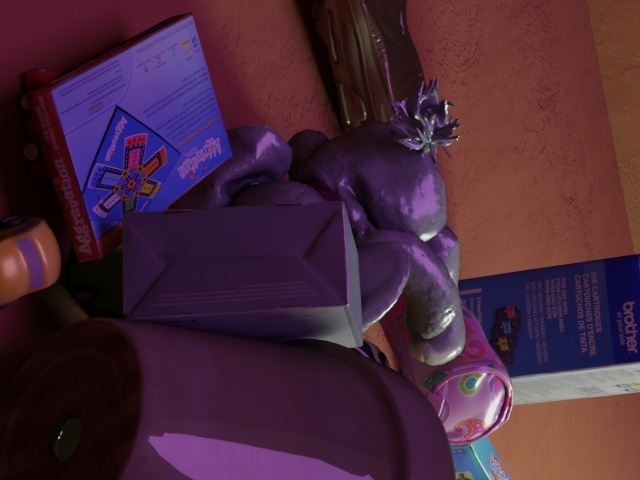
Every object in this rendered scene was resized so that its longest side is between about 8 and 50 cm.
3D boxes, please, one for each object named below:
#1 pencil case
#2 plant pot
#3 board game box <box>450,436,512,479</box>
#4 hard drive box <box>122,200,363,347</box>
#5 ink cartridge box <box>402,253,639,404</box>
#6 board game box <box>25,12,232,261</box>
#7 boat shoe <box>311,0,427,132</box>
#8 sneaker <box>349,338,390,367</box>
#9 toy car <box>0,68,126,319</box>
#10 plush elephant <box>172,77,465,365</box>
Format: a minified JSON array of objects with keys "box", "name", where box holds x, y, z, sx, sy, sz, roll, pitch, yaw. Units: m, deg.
[{"box":[0.127,0.110,1.803,0.124,0.124,0.284,61,2,-39],"name":"pencil case"},{"box":[-0.101,0.198,1.220,0.280,0.323,0.323,31,54,-41],"name":"plant pot"},{"box":[0.142,0.290,1.860,0.210,0.160,0.047,59,32,-43],"name":"board game box"},{"box":[-0.059,0.038,1.321,0.232,0.181,0.089,74,14,-77],"name":"hard drive box"},{"box":[0.337,0.125,2.049,0.270,0.396,0.151,24,62,-63],"name":"ink cartridge box"},{"box":[-0.157,-0.098,1.341,0.281,0.027,0.145,-46,123,-62],"name":"board game box"},{"box":[0.040,-0.270,1.861,0.122,0.110,0.341,-36,120,-50],"name":"boat shoe"},{"box":[0.026,0.209,1.708,0.153,0.094,0.234,37,50,-56],"name":"sneaker"},{"box":[-0.199,-0.002,1.315,0.225,0.053,0.239,56,36,-45],"name":"toy car"},{"box":[0.000,0.000,1.559,0.272,0.255,0.330,51,-28,25],"name":"plush elephant"}]
